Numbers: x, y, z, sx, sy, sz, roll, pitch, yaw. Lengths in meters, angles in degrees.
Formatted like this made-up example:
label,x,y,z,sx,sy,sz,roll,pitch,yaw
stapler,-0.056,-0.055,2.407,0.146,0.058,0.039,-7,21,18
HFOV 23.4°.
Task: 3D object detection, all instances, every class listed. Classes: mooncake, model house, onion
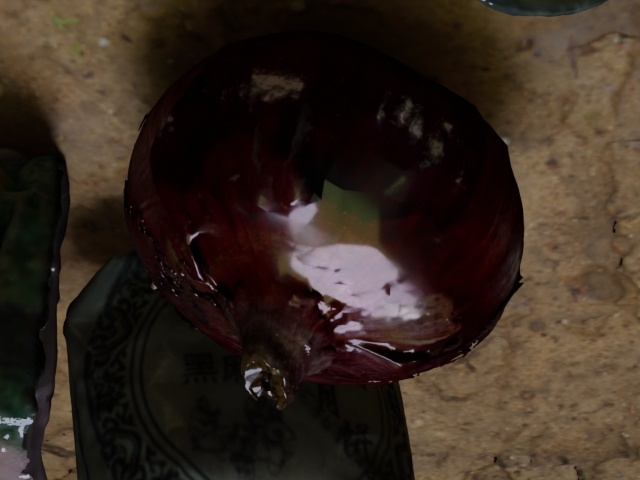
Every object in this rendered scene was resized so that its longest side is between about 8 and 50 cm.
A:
label,x,y,z,sx,sy,sz,roll,pitch,yaw
mooncake,-0.049,0.133,1.064,0.254,0.250,0.136,6,147,-26
model house,-0.287,0.055,0.988,0.237,0.237,0.202,4,151,-6
onion,0.000,0.000,0.921,0.252,0.219,0.252,8,142,6

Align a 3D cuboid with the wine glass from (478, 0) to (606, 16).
label,x,y,z,sx,sy,sz,roll,pitch,yaw
wine glass,0.160,-0.263,0.523,0.267,0.267,0.406,18,145,-22
